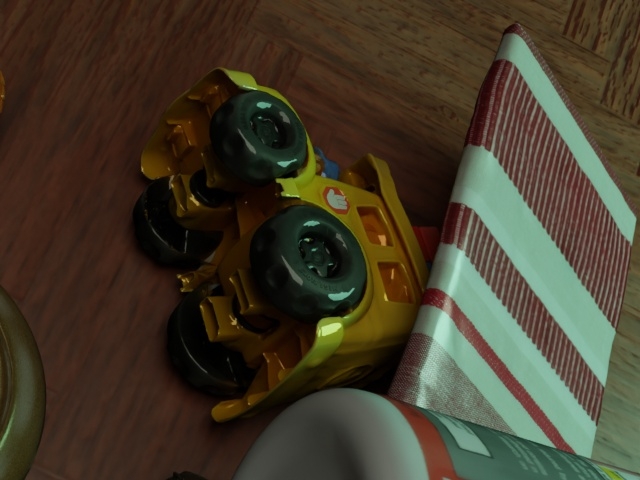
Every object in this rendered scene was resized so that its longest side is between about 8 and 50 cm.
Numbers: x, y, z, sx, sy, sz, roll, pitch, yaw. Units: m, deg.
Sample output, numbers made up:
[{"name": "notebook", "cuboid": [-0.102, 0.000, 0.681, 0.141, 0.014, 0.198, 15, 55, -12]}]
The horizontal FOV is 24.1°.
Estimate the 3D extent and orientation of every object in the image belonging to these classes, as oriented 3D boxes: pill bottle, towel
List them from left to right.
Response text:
[{"name": "towel", "cuboid": [0.143, 0.043, 1.061, 0.237, 0.037, 0.329, 50, 47, -40]}, {"name": "pill bottle", "cuboid": [0.129, 0.227, 0.878, 0.363, 0.210, 0.210, 19, 59, -28]}]

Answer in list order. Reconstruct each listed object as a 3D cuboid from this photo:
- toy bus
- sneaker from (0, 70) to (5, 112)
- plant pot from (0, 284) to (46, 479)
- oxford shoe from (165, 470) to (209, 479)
[{"name": "toy bus", "cuboid": [0.000, 0.000, 1.050, 0.211, 0.149, 0.220, -3, 63, -37]}, {"name": "sneaker", "cuboid": [-0.310, -0.076, 0.986, 0.262, 0.121, 0.099, -60, 138, -51]}, {"name": "plant pot", "cuboid": [-0.288, 0.090, 0.946, 0.236, 0.032, 0.236, 9, 63, -18]}, {"name": "oxford shoe", "cuboid": [-0.107, 0.196, 0.948, 0.227, 0.083, 0.096, 4, 47, -22]}]
